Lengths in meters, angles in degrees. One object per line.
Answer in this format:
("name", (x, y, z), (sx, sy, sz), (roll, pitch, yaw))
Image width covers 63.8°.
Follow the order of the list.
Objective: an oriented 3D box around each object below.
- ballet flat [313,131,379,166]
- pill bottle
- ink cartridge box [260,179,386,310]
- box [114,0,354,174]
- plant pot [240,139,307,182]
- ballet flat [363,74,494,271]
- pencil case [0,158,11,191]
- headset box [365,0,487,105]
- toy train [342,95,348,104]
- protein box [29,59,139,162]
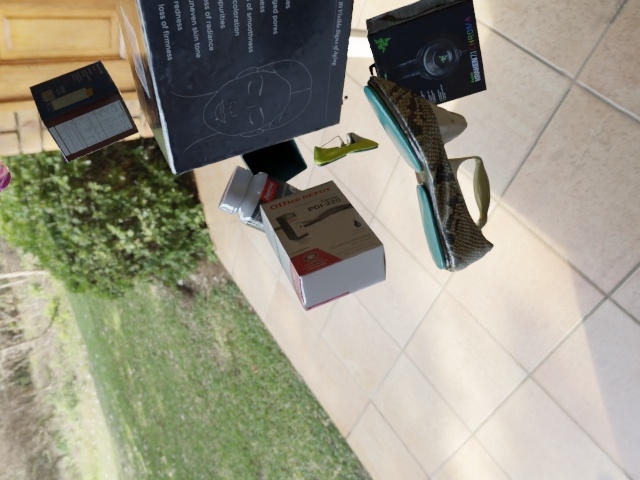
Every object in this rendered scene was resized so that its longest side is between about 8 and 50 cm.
("ballet flat", (0.081, -0.299, 1.624), (0.077, 0.230, 0.077), (18, 127, 67))
("pill bottle", (-0.137, -0.098, 1.485), (0.161, 0.283, 0.161), (-58, 18, 30))
("ink cartridge box", (0.000, 0.000, 0.929), (0.218, 0.158, 0.092), (-124, 19, -47))
("box", (-0.197, -0.475, 1.201), (0.298, 0.471, 0.480), (56, 156, 32))
("plant pot", (-0.185, -0.296, 1.645), (0.234, 0.165, 0.166), (49, 170, 49))
("ballet flat", (0.262, -0.161, 1.128), (0.483, 0.181, 0.164), (64, -179, -18))
("pencil case", (-0.875, -0.185, 1.329), (0.209, 0.095, 0.098), (134, 130, -73))
("headset box", (0.267, -0.487, 1.356), (0.131, 0.282, 0.247), (-88, -20, -49))
("toy train", (0.018, -0.417, 1.567), (0.166, 0.125, 0.046), (-102, 1, -65))
("protein box", (-0.633, -0.351, 1.382), (0.200, 0.201, 0.136), (50, 161, 38))
